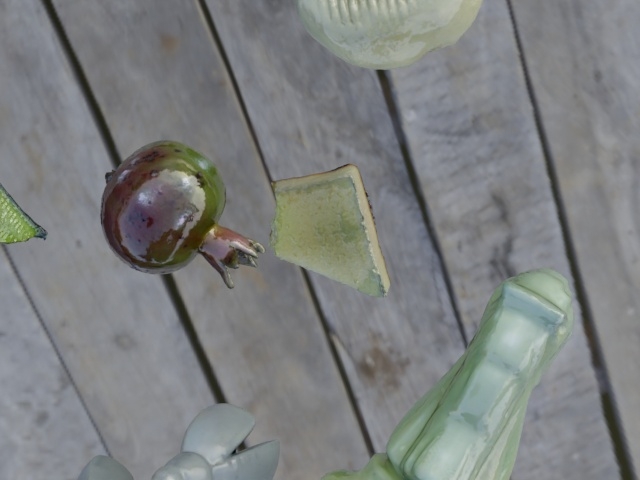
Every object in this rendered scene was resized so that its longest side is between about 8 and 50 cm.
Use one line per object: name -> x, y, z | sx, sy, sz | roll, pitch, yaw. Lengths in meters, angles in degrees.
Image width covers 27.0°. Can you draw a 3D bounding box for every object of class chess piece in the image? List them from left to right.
chess piece -> 0.122, 0.154, 1.103 | 0.176, 0.176, 0.298 | 26, 99, -20

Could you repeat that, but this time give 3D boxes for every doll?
doll -> -0.124, 0.225, 1.144 | 0.195, 0.258, 0.153 | -11, 80, -3

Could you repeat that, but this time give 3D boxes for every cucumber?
cucumber -> -0.443, -0.043, 1.753 | 0.046, 0.070, 0.220 | 5, 148, 32

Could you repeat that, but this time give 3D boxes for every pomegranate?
pomegranate -> -0.139, -0.014, 1.261 | 0.129, 0.129, 0.159 | -31, 90, 6

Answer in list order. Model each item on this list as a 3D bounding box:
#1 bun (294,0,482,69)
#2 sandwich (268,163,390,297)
bun -> 0.085, -0.336, 1.679 | 0.259, 0.160, 0.259 | -1, 88, 16
sandwich -> 0.000, 0.000, 1.897 | 0.162, 0.058, 0.193 | -11, 109, 18
